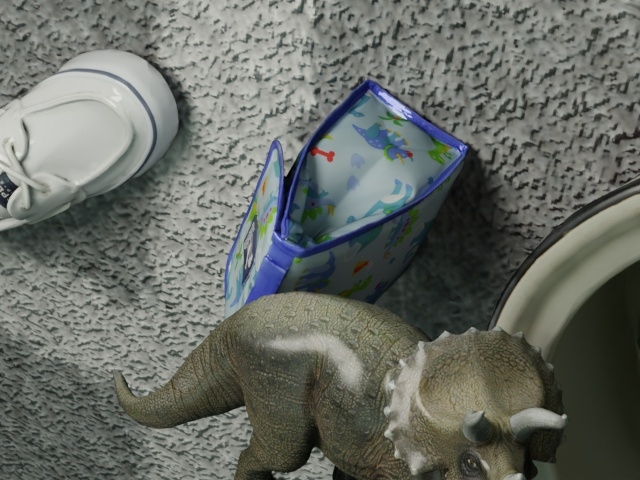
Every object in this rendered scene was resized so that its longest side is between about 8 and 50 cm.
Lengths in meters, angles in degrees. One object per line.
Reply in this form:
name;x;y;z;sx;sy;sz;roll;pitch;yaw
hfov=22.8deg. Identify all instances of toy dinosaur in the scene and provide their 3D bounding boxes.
toy dinosaur;0.019;0.088;0.836;0.313;0.121;0.160;24;123;41

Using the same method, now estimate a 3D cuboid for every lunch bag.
lunch bag;0.000;0.000;0.930;0.096;0.151;0.129;33;137;9

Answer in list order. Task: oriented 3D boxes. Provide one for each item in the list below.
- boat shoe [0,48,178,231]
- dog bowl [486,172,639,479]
boat shoe;-0.197;-0.049;1.081;0.258;0.084;0.095;-25;106;45
dog bowl;0.293;0.095;0.797;0.408;0.150;0.408;19;132;23
